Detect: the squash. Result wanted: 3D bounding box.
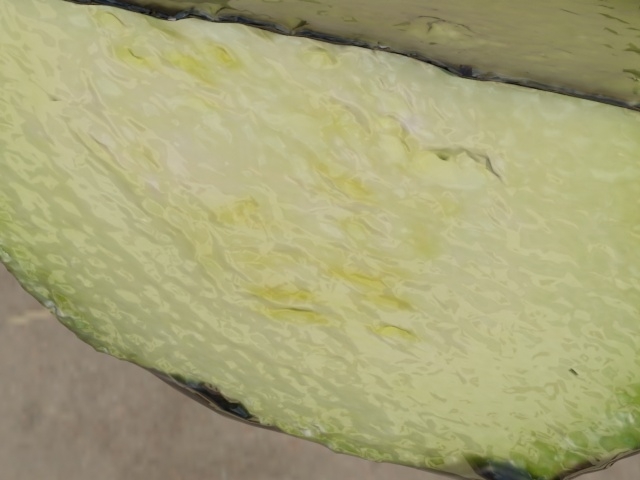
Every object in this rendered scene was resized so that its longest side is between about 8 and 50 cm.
[{"bbox_3d":[0.008,-0.021,0.449,0.192,0.085,0.184,15,151,14],"label":"squash"}]
